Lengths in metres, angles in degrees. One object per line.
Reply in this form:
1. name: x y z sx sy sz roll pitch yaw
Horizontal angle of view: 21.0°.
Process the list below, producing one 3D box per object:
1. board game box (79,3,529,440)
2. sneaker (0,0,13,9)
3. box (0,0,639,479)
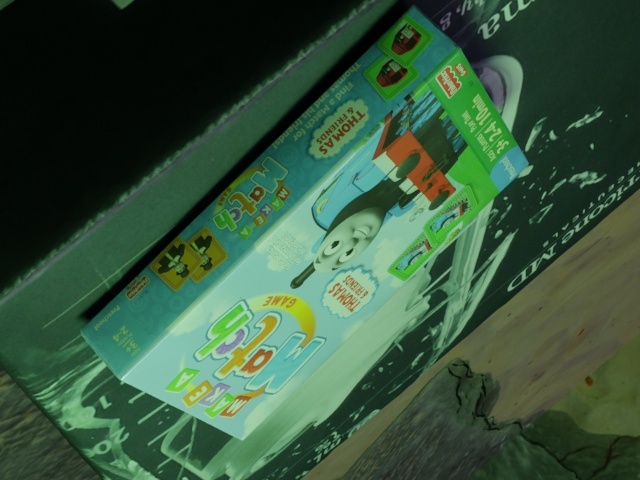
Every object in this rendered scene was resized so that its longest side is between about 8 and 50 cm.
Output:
1. board game box: 0.000 0.000 0.840 0.211 0.039 0.160 -44 156 2
2. sneaker: -0.222 -0.068 0.549 0.384 0.145 0.147 -38 -174 -22
3. box: -0.031 -0.109 1.029 0.480 0.297 0.472 -40 158 -9
